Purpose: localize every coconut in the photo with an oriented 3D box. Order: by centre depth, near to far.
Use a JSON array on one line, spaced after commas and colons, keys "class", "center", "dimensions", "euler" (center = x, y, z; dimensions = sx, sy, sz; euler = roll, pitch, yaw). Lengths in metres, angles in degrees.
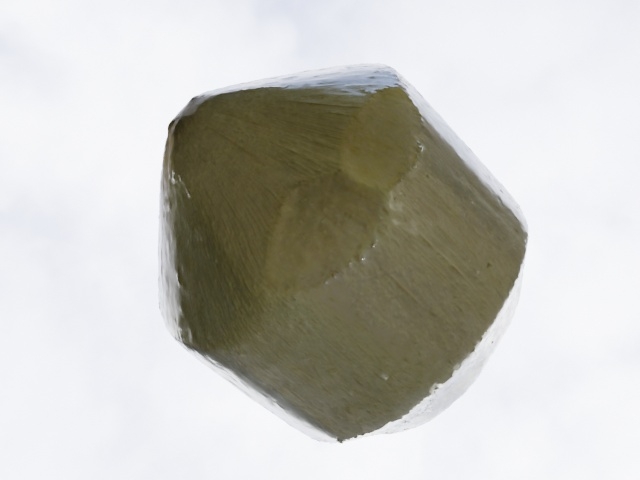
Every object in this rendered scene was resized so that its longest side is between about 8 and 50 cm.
[{"class": "coconut", "center": [0.000, 0.000, 0.717], "dimensions": [0.237, 0.237, 0.266], "euler": [-38, -68, 13]}]
